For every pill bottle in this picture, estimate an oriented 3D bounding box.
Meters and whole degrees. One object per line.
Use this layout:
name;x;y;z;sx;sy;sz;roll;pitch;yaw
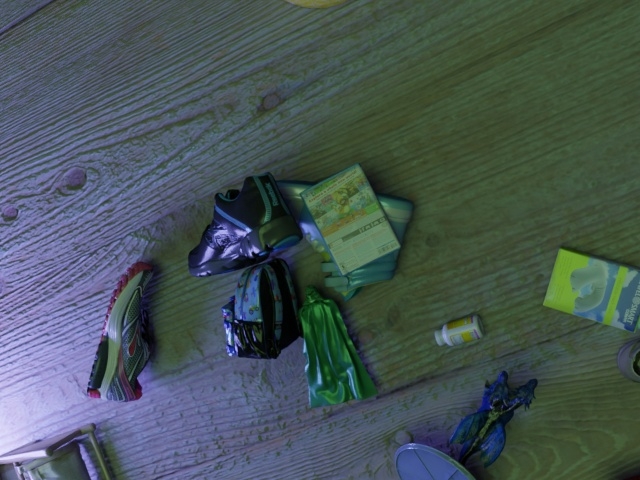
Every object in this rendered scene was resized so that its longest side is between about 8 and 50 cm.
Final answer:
pill bottle;0.252;0.166;1.573;0.083;0.043;0.043;-18;91;21

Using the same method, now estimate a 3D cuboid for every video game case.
video game case;0.052;-0.035;1.516;0.119;0.015;0.166;-27;90;12

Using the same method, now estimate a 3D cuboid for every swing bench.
swing bench;-0.578;0.559;1.855;0.255;0.165;0.253;-20;91;26

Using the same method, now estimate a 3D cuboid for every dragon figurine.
dragon figurine;0.286;0.338;1.530;0.085;0.144;0.289;33;106;13

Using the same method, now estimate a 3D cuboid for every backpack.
backpack;-0.111;0.123;1.632;0.117;0.158;0.173;-2;102;25

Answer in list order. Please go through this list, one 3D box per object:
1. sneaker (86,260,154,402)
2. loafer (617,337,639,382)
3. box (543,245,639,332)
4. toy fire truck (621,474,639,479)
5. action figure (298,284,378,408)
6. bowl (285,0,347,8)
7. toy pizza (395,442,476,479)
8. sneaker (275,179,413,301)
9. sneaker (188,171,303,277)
sneaker;-0.390;0.186;1.776;0.112;0.121;0.299;14;102;-13
loafer;0.621;0.175;1.419;0.269;0.092;0.101;-28;87;20
box;0.483;0.086;1.483;0.178;0.042;0.108;16;102;17
toy fire truck;0.593;0.534;1.457;0.254;0.169;0.302;-14;93;-4
action figure;0.014;0.194;1.642;0.137;0.063;0.232;-15;99;11
bowl;-0.025;-0.563;1.516;0.290;0.156;0.289;2;97;19
toy pizza;0.225;0.442;1.583;0.201;0.032;0.201;28;140;26
sneaker;0.000;0.000;1.597;0.319;0.127;0.208;11;99;19
sneaker;-0.151;-0.021;1.599;0.341;0.125;0.139;-24;84;52
